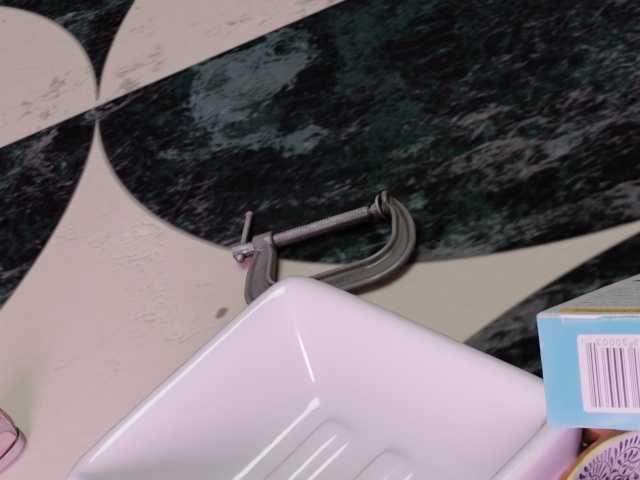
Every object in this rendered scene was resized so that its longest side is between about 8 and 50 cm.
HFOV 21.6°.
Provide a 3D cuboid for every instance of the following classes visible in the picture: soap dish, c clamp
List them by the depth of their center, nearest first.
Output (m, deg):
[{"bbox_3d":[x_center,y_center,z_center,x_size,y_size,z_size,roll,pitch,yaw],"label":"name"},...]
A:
[{"bbox_3d":[0.012,0.151,0.964,0.229,0.118,0.291,-42,35,-21],"label":"soap dish"},{"bbox_3d":[0.000,0.000,1.267,0.160,0.022,0.137,-14,35,21],"label":"c clamp"}]

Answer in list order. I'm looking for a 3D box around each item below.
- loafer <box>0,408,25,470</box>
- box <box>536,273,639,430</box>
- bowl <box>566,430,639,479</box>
[{"bbox_3d":[-0.270,0.170,1.211,0.045,0.039,0.125,17,53,46],"label":"loafer"},{"bbox_3d":[0.214,0.047,0.901,0.100,0.060,0.244,-3,6,34],"label":"box"},{"bbox_3d":[0.173,0.183,0.816,0.170,0.170,0.080,-59,0,-39],"label":"bowl"}]
